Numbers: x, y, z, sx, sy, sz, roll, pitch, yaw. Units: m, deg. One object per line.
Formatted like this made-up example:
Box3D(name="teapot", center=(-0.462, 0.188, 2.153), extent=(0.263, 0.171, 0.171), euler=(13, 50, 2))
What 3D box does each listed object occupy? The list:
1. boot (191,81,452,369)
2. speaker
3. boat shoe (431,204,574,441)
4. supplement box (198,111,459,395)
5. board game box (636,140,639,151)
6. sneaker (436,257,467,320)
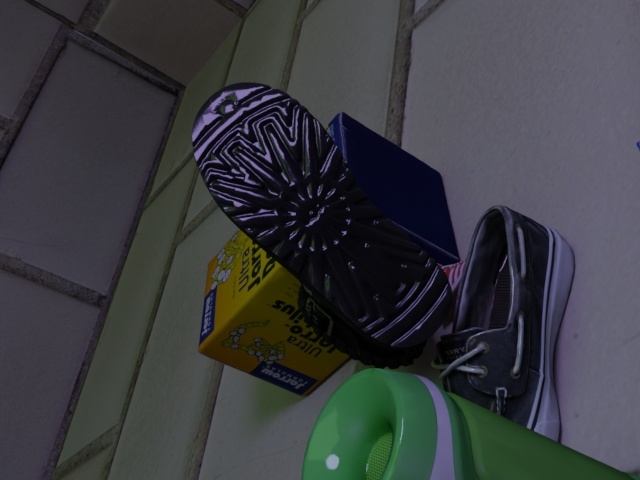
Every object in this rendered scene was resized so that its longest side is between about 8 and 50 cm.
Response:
Box3D(name="boot", center=(-0.003, 0.003, 0.872), extent=(0.131, 0.348, 0.260), euler=(-38, -9, -6))
Box3D(name="speaker", center=(0.137, 0.194, 0.550), extent=(0.131, 0.296, 0.131), euler=(-45, 29, 34))
Box3D(name="boat shoe", center=(0.167, 0.120, 0.785), extent=(0.121, 0.119, 0.335), euler=(-26, 43, 53))
Box3D(name="supplement box", center=(0.000, 0.031, 1.118), extent=(0.356, 0.195, 0.194), euler=(-47, 28, 32))
Box3D(name="board game box", center=(0.384, -0.078, 0.461), extent=(0.347, 0.078, 0.233), euler=(-41, 27, 34))
Box3D(name="sneaker", center=(0.176, 0.037, 0.951), extent=(0.118, 0.042, 0.067), euler=(-52, 29, 26))
